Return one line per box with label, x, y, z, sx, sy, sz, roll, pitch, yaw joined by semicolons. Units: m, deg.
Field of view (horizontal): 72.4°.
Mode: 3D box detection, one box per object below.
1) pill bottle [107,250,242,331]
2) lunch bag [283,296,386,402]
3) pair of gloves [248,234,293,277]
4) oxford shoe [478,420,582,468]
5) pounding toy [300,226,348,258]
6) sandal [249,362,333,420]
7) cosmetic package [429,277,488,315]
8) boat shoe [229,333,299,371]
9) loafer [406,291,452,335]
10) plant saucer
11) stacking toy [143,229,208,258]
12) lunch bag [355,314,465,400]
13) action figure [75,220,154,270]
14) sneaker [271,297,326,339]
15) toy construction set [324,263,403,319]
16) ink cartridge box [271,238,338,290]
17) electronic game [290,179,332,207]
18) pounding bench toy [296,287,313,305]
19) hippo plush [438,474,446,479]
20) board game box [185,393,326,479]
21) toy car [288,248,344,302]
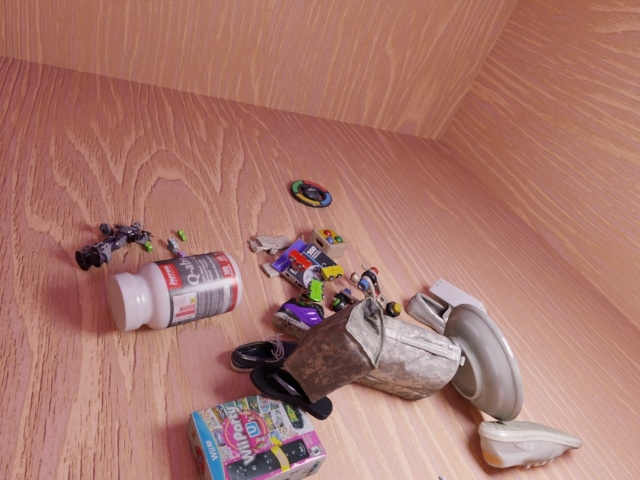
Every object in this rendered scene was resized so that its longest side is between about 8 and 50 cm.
pill bottle;-0.450;0.160;1.372;0.363;0.210;0.210;-10;47;-39
lunch bag;0.060;0.296;1.273;0.169;0.235;0.287;53;23;-4
pair of gloves;-0.175;0.054;1.827;0.204;0.042;0.240;-4;43;-35
oxford shoe;0.691;0.679;1.448;0.449;0.169;0.130;13;79;-28
pounding toy;-0.010;-0.005;1.938;0.206;0.094;0.181;-7;45;-48
sandal;-0.075;0.411;1.230;0.254;0.054;0.097;27;30;-5
cosmetic package;0.585;0.267;1.861;0.231;0.085;0.117;36;-12;50
boat shoe;-0.162;0.355;1.398;0.254;0.079;0.095;3;39;-28
loafer;0.516;0.324;1.815;0.319;0.111;0.112;28;33;4
plant saucer;0.509;0.419;1.478;0.100;0.400;0.400;-15;46;-13
stacking toy;-0.532;0.040;1.623;0.221;0.052;0.167;42;38;25
lunch bag;0.277;0.376;1.436;0.305;0.256;0.212;21;58;-6
action figure;-0.706;-0.002;1.520;0.185;0.099;0.285;3;28;15
sneaker;-0.012;0.293;1.527;0.293;0.102;0.146;30;48;8
toy construction set;0.195;0.243;1.686;0.237;0.257;0.309;44;20;-1
ink cartridge box;-0.057;0.101;1.776;0.208;0.045;0.206;39;46;4
electronic game;-0.047;-0.246;2.300;0.229;0.048;0.229;16;35;-11
pounding bench toy;-0.060;0.228;1.652;0.065;0.052;0.083;20;35;-6
hippo plush;0.343;0.759;1.101;0.294;0.234;0.236;-8;4;22
board game box;-0.168;0.532;1.145;0.303;0.097;0.224;-4;42;-34
toy car;-0.024;0.154;1.669;0.239;0.053;0.225;20;39;-15
